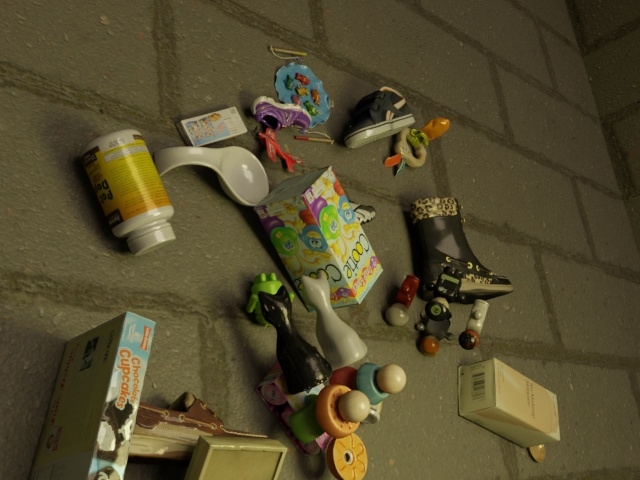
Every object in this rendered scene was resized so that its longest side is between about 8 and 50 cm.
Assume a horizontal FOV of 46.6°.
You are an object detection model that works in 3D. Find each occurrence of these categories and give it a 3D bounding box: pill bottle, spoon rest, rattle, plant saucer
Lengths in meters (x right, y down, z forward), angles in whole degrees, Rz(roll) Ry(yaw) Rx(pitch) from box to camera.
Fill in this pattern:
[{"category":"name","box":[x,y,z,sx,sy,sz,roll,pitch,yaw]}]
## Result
[{"category":"pill bottle","box":[0.110,0.347,1.672,0.065,0.065,0.116,40,46,-28]},{"category":"pill bottle","box":[-0.343,-0.085,1.349,0.117,0.117,0.215,-22,87,-51]},{"category":"spoon rest","box":[-0.210,-0.145,1.556,0.276,0.084,0.137,8,65,-45]},{"category":"rattle","box":[0.282,-0.268,2.131,0.200,0.143,0.130,-34,116,-57]},{"category":"plant saucer","box":[0.621,0.600,2.152,0.083,0.015,0.083,24,54,-38]}]

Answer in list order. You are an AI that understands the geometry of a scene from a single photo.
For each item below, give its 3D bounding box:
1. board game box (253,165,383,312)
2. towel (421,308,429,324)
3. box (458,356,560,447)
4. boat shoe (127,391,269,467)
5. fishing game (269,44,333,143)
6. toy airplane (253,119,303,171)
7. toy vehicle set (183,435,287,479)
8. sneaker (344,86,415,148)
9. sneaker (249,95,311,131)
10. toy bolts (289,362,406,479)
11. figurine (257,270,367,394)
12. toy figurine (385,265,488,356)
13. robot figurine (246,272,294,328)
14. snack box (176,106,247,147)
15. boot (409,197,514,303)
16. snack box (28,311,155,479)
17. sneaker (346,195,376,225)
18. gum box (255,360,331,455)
[{"category":"board game box","box":[0.000,0.000,1.634,0.275,0.142,0.144,63,38,-19]},{"category":"towel","box":[0.301,0.207,2.002,0.083,0.009,0.060,-29,92,-51]},{"category":"box","box":[0.517,0.448,2.030,0.311,0.121,0.148,30,50,-35]},{"category":"boat shoe","box":[-0.224,0.320,1.275,0.342,0.123,0.123,15,61,-36]},{"category":"fishing game","box":[-0.035,-0.376,1.906,0.189,0.041,0.264,0,71,-45]},{"category":"toy airplane","box":[-0.102,-0.218,1.754,0.151,0.028,0.151,36,32,-27]},{"category":"toy vehicle set","box":[-0.167,0.455,1.221,0.166,0.035,0.266,19,90,-43]},{"category":"sneaker","box":[0.141,-0.335,2.017,0.321,0.126,0.127,-30,95,-57]},{"category":"sneaker","box":[-0.095,-0.286,1.768,0.170,0.068,0.071,7,61,-38]},{"category":"toy bolts","box":[0.088,0.344,1.474,0.218,0.158,0.228,57,39,-11]},{"category":"figurine","box":[-0.019,0.173,1.500,0.215,0.092,0.209,-20,84,-52]},{"category":"toy figurine","box":[0.294,0.186,1.850,0.209,0.213,0.148,47,52,-24]},{"category":"robot figurine","box":[-0.107,0.126,1.541,0.101,0.067,0.115,0,71,-34]},{"category":"snack box","box":[-0.235,-0.247,1.628,0.178,0.022,0.064,-29,94,-51]},{"category":"boot","box":[0.398,0.033,2.109,0.377,0.138,0.284,4,67,-42]},{"category":"snack box","box":[-0.347,0.280,1.100,0.060,0.187,0.322,31,51,-35]},{"category":"sneaker","box":[0.053,-0.075,1.817,0.234,0.078,0.106,-19,88,-49]},{"category":"gum box","box":[-0.036,0.335,1.516,0.188,0.062,0.107,56,40,-11]}]
